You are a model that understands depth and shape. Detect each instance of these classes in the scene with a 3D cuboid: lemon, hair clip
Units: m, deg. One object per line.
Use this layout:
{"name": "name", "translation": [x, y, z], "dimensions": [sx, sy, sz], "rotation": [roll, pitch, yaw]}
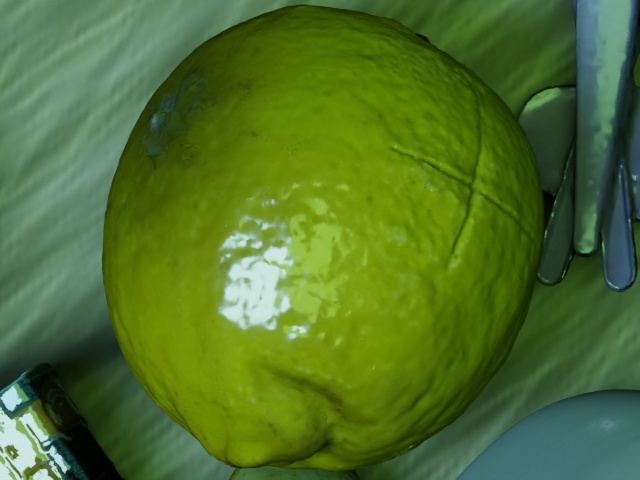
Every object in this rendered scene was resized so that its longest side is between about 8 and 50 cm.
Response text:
{"name": "lemon", "translation": [0.000, 0.001, 1.185], "dimensions": [0.297, 0.297, 0.297], "rotation": [0, 87, 0]}
{"name": "hair clip", "translation": [0.205, -0.104, 1.292], "dimensions": [0.137, 0.090, 0.278], "rotation": [5, 90, 10]}

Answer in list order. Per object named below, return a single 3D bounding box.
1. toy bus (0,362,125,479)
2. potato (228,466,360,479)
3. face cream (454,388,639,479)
{"name": "toy bus", "translation": [-0.262, 0.214, 1.247], "dimensions": [0.275, 0.138, 0.167], "rotation": [-36, 89, -1]}
{"name": "potato", "translation": [-0.017, 0.229, 1.254], "dimensions": [0.157, 0.157, 0.194], "rotation": [4, 74, 0]}
{"name": "face cream", "translation": [0.220, 0.240, 1.172], "dimensions": [0.357, 0.219, 0.312], "rotation": [-38, 75, -16]}
